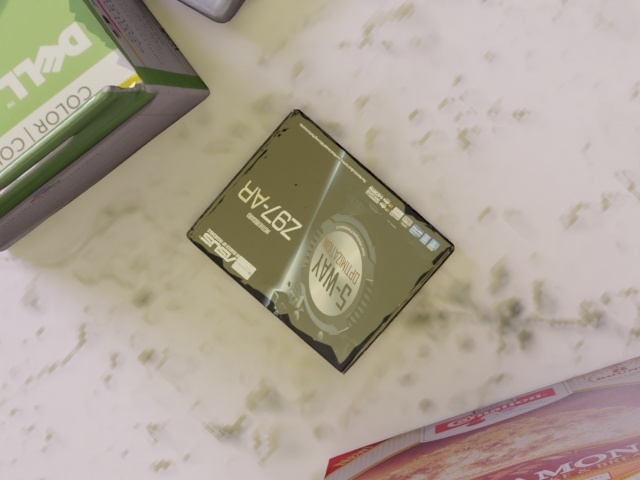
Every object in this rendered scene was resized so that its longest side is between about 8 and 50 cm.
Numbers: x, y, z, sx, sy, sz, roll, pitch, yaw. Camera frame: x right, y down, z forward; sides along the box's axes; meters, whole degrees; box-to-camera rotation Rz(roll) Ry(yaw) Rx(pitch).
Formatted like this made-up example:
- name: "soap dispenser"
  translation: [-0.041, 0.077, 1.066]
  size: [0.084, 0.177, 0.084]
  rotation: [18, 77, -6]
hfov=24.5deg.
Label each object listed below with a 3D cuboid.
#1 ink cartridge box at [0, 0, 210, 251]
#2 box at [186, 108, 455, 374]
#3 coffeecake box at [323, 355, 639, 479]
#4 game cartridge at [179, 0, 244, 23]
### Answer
- name: "ink cartridge box"
  translation: [-0.107, -0.040, 0.485]
  size: [0.109, 0.209, 0.062]
  rotation: [-36, 93, 6]
- name: "box"
  translation: [0.000, 0.000, 0.576]
  size: [0.083, 0.018, 0.067]
  rotation: [42, 96, 0]
- name: "coffeecake box"
  translation: [0.073, 0.102, 0.494]
  size: [0.142, 0.185, 0.068]
  rotation: [-19, 93, 5]
- name: "game cartridge"
  translation: [-0.047, -0.257, 0.544]
  size: [0.198, 0.062, 0.297]
  rotation: [31, 96, 6]
